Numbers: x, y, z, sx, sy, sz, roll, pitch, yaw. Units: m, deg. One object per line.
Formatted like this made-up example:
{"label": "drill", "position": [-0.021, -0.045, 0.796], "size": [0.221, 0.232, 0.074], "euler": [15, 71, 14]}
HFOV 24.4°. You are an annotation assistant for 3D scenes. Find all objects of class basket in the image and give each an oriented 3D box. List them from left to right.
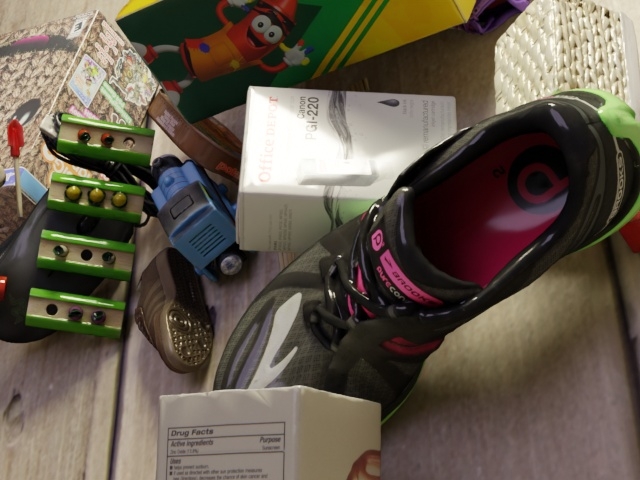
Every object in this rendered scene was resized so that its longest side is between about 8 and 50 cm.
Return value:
{"label": "basket", "position": [0.236, -0.149, 1.432], "size": [0.113, 0.103, 0.167], "euler": [-48, 27, 43]}

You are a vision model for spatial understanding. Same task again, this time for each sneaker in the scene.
{"label": "sneaker", "position": [-0.165, 0.090, 1.615], "size": [0.071, 0.066, 0.188], "euler": [-44, 31, 24]}
{"label": "sneaker", "position": [0.067, 0.025, 1.305], "size": [0.483, 0.202, 0.185], "euler": [-43, 71, 16]}
{"label": "sneaker", "position": [0.158, -0.259, 1.659], "size": [0.170, 0.068, 0.071], "euler": [-16, 58, 33]}

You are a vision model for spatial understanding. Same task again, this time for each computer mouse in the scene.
{"label": "computer mouse", "position": [-0.302, 0.001, 1.719], "size": [0.272, 0.188, 0.072], "euler": [-57, 18, -4]}

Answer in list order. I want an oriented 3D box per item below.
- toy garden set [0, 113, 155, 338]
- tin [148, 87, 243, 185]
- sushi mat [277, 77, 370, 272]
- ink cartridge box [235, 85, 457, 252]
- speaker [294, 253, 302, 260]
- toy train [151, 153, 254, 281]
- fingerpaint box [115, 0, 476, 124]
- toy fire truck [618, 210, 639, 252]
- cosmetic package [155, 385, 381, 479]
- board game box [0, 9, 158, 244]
{"label": "toy garden set", "position": [-0.305, -0.025, 1.661], "size": [0.049, 0.204, 0.244], "euler": [144, 134, -80]}
{"label": "tin", "position": [-0.139, -0.121, 1.738], "size": [0.040, 0.106, 0.189], "euler": [-53, 38, 7]}
{"label": "sushi mat", "position": [0.012, -0.044, 1.613], "size": [0.151, 0.019, 0.316], "euler": [-27, 42, 16]}
{"label": "ink cartridge box", "position": [0.027, -0.069, 1.489], "size": [0.218, 0.092, 0.158], "euler": [2, 49, 1]}
{"label": "speaker", "position": [0.000, 0.000, 1.524], "size": [0.055, 0.055, 0.136], "euler": [-21, 44, 24]}
{"label": "toy train", "position": [-0.138, -0.032, 1.657], "size": [0.080, 0.105, 0.184], "euler": [-38, 40, 5]}
{"label": "fingerpaint box", "position": [0.027, -0.361, 1.697], "size": [0.371, 0.163, 0.445], "euler": [-17, 30, 31]}
{"label": "toy fire truck", "position": [0.337, -0.088, 1.367], "size": [0.135, 0.047, 0.192], "euler": [-17, 45, 29]}
{"label": "cosmetic package", "position": [-0.043, 0.274, 1.197], "size": [0.153, 0.129, 0.296], "euler": [-6, 75, 34]}
{"label": "board game box", "position": [-0.377, -0.128, 1.912], "size": [0.232, 0.141, 0.291], "euler": [-8, 50, 34]}
